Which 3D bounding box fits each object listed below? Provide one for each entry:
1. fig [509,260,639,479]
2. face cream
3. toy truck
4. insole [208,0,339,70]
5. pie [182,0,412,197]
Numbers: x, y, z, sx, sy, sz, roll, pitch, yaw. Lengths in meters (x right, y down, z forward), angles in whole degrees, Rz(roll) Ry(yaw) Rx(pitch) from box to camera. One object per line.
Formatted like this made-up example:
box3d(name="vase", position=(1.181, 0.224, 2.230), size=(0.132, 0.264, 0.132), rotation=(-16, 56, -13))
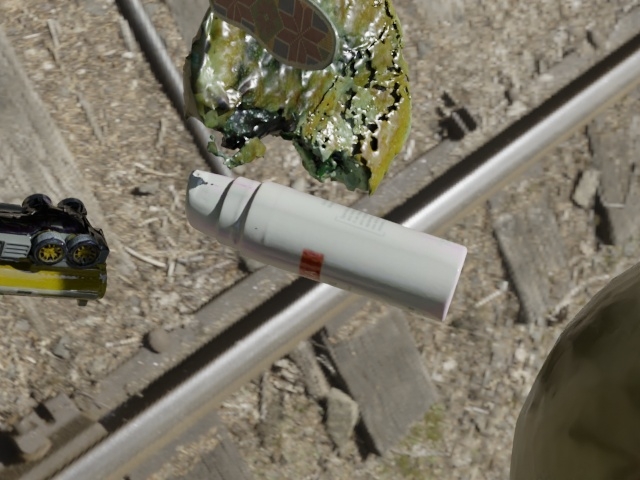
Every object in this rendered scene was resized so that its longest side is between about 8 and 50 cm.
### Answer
box3d(name="fig", position=(0.245, 0.128, 0.450), size=(0.343, 0.343, 0.344), rotation=(-4, 97, -36))
box3d(name="face cream", position=(0.000, 0.000, 1.161), size=(0.102, 0.345, 0.102), rotation=(18, 90, -81))
box3d(name="toy truck", position=(-0.192, 0.008, 0.601), size=(0.123, 0.052, 0.063), rotation=(6, 123, -32))
box3d(name="insole", position=(-0.046, -0.196, 0.832), size=(0.006, 0.193, 0.065), rotation=(-16, 128, -36))
box3d(name="pie", position=(-0.008, -0.209, 1.159), size=(0.371, 0.078, 0.297), rotation=(13, 86, -46))
